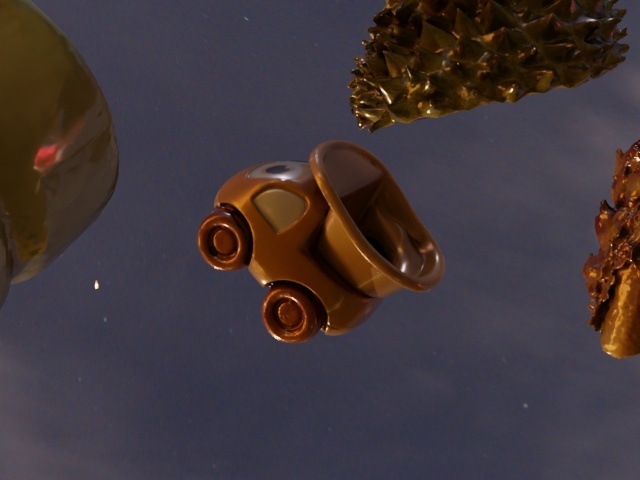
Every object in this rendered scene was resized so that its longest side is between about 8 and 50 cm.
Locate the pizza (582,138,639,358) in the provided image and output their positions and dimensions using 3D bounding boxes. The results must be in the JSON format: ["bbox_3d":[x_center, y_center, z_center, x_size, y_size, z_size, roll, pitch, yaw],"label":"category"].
[{"bbox_3d":[0.316,-0.024,0.871,0.085,0.161,0.305,15,-113,9],"label":"pizza"}]

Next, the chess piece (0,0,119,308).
[{"bbox_3d":[-0.276,0.058,0.376,0.234,0.234,0.442,53,-133,-23],"label":"chess piece"}]

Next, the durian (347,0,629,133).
[{"bbox_3d":[0.093,-0.133,0.467,0.186,0.119,0.108,-28,-67,-34],"label":"durian"}]

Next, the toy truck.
[{"bbox_3d":[0.000,0.000,1.173,0.211,0.204,0.288,-43,-98,27],"label":"toy truck"}]
